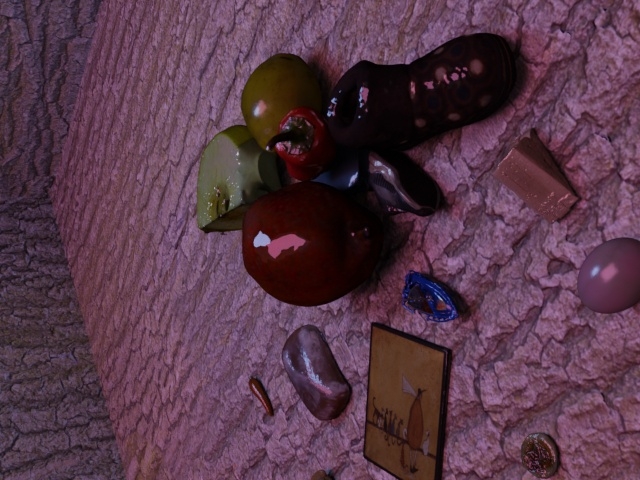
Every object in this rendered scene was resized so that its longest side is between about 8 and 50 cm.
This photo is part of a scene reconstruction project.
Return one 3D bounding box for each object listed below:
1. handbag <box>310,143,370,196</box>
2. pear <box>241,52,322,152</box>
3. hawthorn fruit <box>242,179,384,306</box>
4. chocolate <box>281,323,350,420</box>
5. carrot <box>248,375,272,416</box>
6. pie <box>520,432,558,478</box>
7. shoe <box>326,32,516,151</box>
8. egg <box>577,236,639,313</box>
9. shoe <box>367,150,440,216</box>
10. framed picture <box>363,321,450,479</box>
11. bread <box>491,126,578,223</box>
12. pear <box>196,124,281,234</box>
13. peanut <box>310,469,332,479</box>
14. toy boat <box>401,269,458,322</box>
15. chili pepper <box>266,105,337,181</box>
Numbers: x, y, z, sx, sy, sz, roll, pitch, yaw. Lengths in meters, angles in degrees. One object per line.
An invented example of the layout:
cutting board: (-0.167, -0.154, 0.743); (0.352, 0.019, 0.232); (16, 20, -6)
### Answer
handbag: (0.035, -0.191, 1.738); (0.229, 0.062, 0.179); (-13, 81, 54)
pear: (-0.097, -0.345, 1.794); (0.212, 0.212, 0.269); (-29, 56, 52)
hawthorn fruit: (-0.013, 0.001, 1.631); (0.324, 0.308, 0.308); (-20, 72, 17)
chocolate: (-0.030, 0.344, 1.841); (0.254, 0.080, 0.157); (59, 135, 35)
carrot: (-0.176, 0.455, 2.096); (0.142, 0.035, 0.035); (53, 132, 33)
pie: (0.398, 0.389, 1.295); (0.085, 0.017, 0.085); (4, 96, 54)
shoe: (0.173, -0.287, 1.386); (0.384, 0.237, 0.172); (-19, 77, 54)
egg: (0.461, 0.056, 1.114); (0.103, 0.103, 0.135); (58, 136, 35)
shoe: (0.170, -0.105, 1.534); (0.227, 0.099, 0.112); (57, 141, 41)
framed picture: (0.185, 0.374, 1.596); (0.255, 0.014, 0.339); (15, 104, 54)
bread: (0.391, -0.116, 1.274); (0.152, 0.105, 0.077); (42, 132, 5)
pear: (-0.222, -0.181, 2.012); (0.286, 0.176, 0.282); (-24, 70, 48)
peanut: (0.016, 0.668, 1.800); (0.080, 0.080, 0.175); (-51, 49, 43)
toy boat: (0.212, 0.124, 1.464); (0.175, 0.110, 0.091); (28, 114, 49)
chili pepper: (-0.034, -0.222, 1.540); (0.338, 0.131, 0.135); (54, -149, -82)
